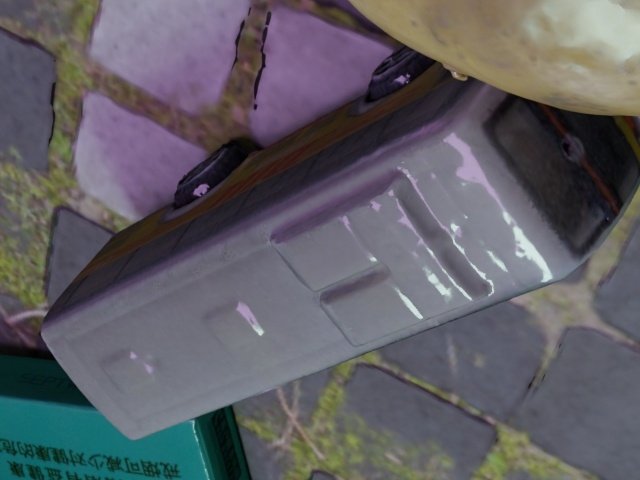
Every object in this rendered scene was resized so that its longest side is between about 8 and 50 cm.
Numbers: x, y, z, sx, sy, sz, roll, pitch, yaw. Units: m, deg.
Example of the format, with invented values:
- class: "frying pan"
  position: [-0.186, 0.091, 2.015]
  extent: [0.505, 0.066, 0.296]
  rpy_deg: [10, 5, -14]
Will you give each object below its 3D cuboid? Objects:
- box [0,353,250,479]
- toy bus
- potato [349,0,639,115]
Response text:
- class: "box"
  position: [-0.107, 0.169, 0.795]
  extent: [0.161, 0.042, 0.226]
  rpy_deg: [4, 124, 26]
- class: "toy bus"
  position: [0.000, 0.000, 0.567]
  extent: [0.268, 0.106, 0.092]
  rpy_deg: [-25, 110, 40]
- class: "potato"
  position: [0.100, -0.119, 0.409]
  extent: [0.235, 0.128, 0.161]
  rpy_deg: [-6, 102, 10]
